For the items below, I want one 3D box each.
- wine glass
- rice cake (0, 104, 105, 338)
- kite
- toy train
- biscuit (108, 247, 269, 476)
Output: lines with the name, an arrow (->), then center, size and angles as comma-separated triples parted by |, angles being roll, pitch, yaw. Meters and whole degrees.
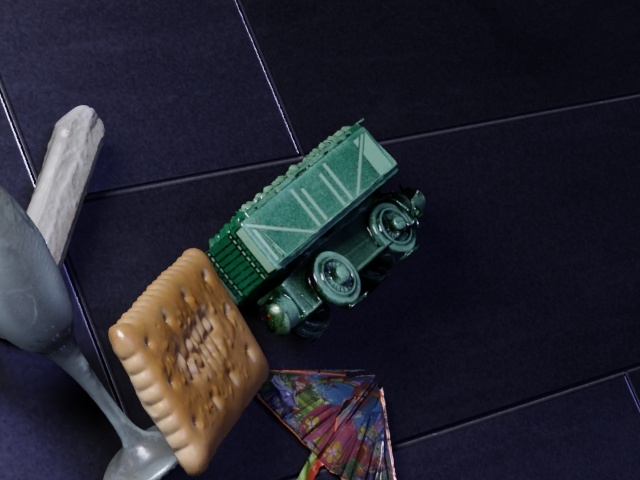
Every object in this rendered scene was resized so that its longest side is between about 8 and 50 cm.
wine glass -> -0.227, 0.043, 1.765 | 0.309, 0.096, 0.264 | 56, 24, -23
rice cake -> -0.264, -0.017, 1.822 | 0.052, 0.057, 0.256 | 42, 47, -36
kite -> 0.006, 0.194, 1.933 | 0.241, 0.014, 0.183 | 41, 53, -11
toy train -> 0.000, 0.000, 1.969 | 0.154, 0.115, 0.269 | 46, 49, 4
biscuit -> -0.117, 0.108, 1.782 | 0.160, 0.030, 0.250 | 61, 20, -9
